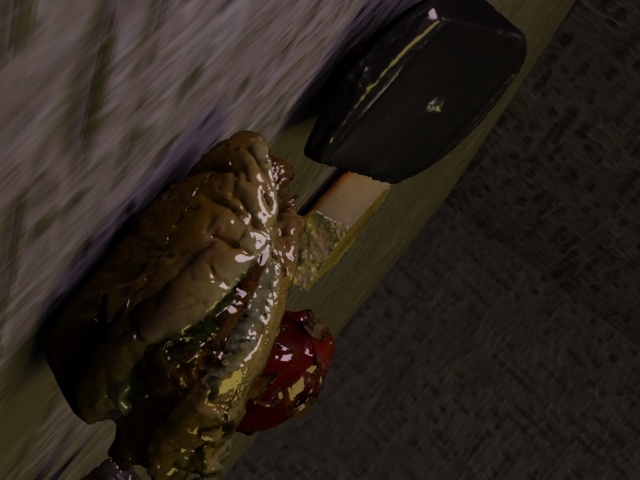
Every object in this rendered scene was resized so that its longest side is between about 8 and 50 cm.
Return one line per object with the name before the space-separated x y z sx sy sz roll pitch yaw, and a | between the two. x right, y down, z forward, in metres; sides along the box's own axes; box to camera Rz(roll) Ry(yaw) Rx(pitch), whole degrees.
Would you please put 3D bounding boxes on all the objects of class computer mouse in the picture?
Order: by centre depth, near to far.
computer mouse | 0.069 -0.135 1.288 0.168 0.087 0.295 -48 164 16

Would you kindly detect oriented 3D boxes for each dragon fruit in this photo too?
dragon fruit | -0.091 0.162 1.719 0.246 0.125 0.125 -34 155 30

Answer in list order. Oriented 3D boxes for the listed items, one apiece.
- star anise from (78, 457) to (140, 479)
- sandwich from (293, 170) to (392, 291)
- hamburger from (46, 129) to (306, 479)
star anise | -0.246 0.316 1.305 0.332 0.117 0.332 -47 173 -8
sandwich | 0.000 0.000 1.715 0.162 0.058 0.193 -47 174 -35
hamburger | -0.086 0.037 0.967 0.183 0.130 0.206 121 -11 -60
